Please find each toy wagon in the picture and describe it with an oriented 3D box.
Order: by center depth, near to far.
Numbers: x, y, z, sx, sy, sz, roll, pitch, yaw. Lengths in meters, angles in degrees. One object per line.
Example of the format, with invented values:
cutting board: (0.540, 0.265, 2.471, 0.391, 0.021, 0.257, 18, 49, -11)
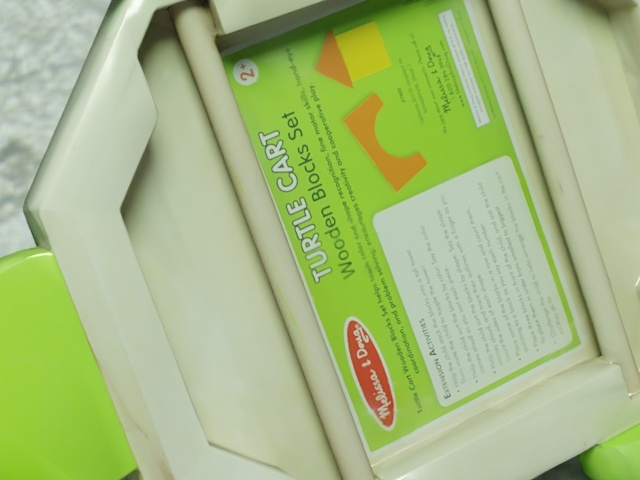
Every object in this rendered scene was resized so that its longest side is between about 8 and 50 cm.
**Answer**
toy wagon: (0.000, 0.000, 0.472, 0.344, 0.267, 0.068, -23, 11, -18)
